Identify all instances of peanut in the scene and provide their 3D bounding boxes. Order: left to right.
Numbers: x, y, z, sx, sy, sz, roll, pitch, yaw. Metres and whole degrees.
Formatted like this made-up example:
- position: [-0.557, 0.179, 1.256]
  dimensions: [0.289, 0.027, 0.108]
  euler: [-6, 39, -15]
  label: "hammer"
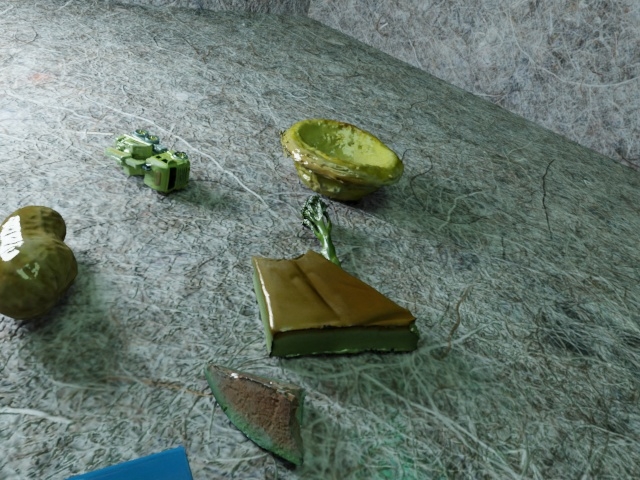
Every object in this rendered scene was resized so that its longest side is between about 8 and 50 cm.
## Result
- position: [-0.404, 0.024, 0.672]
  dimensions: [0.108, 0.095, 0.226]
  euler: [12, 27, -35]
  label: "peanut"

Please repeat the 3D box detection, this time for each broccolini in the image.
- position: [-0.001, -0.002, 0.922]
  dimensions: [0.058, 0.067, 0.216]
  euler: [2, 45, -15]
  label: "broccolini"

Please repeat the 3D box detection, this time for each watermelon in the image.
- position: [-0.073, 0.193, 0.598]
  dimensions: [0.155, 0.080, 0.101]
  euler: [11, 22, 19]
  label: "watermelon"

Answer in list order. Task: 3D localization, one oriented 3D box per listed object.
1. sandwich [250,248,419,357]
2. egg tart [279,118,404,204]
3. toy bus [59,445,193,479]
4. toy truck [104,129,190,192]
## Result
- position: [0.018, 0.089, 0.783]
  dimensions: [0.245, 0.063, 0.212]
  euler: [3, 35, -21]
  label: "sandwich"
- position: [0.048, -0.184, 1.137]
  dimensions: [0.315, 0.120, 0.315]
  euler: [13, 34, -9]
  label: "egg tart"
- position: [-0.202, 0.257, 0.411]
  dimensions: [0.185, 0.106, 0.090]
  euler: [-5, 42, -29]
  label: "toy bus"
- position: [-0.355, -0.160, 0.969]
  dimensions: [0.169, 0.077, 0.100]
  euler: [31, 34, 18]
  label: "toy truck"
